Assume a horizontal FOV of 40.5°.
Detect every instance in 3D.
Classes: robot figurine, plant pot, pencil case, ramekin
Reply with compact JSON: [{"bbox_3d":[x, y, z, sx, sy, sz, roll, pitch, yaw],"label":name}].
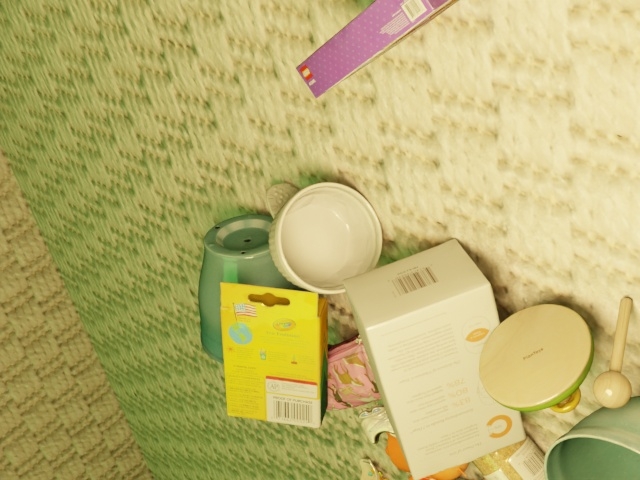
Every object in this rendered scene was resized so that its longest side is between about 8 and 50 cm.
[{"bbox_3d":[0.230,0.438,1.831,0.128,0.158,0.219,47,154,-22],"label":"robot figurine"},{"bbox_3d":[-0.146,0.093,1.874,0.272,0.272,0.255,23,132,41],"label":"plant pot"},{"bbox_3d":[0.093,0.260,1.806,0.167,0.160,0.386,58,151,3],"label":"pencil case"},{"bbox_3d":[0.000,0.000,1.625,0.207,0.207,0.109,57,158,-7],"label":"ramekin"},{"bbox_3d":[0.508,0.342,1.275,0.293,0.196,0.293,35,146,28],"label":"plant pot"}]

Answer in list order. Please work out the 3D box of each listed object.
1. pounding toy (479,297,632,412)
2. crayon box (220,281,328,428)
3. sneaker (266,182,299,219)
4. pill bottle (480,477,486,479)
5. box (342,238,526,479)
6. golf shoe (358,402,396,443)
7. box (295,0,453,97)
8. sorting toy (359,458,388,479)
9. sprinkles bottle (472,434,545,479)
[{"bbox_3d":[0.371,0.197,1.322,0.237,0.183,0.110,-12,135,38],"label":"pounding toy"},{"bbox_3d":[-0.089,0.215,1.733,0.202,0.081,0.318,6,118,11],"label":"crayon box"},{"bbox_3d":[-0.034,-0.013,1.776,0.235,0.090,0.095,51,160,6],"label":"sneaker"},{"bbox_3d":[0.334,0.568,1.773,0.124,0.124,0.221,45,132,13],"label":"pill bottle"},{"bbox_3d":[0.199,0.207,1.498,0.168,0.215,0.345,-115,6,-61],"label":"box"},{"bbox_3d":[0.169,0.370,1.824,0.069,0.176,0.086,28,-141,-57],"label":"golf shoe"},{"bbox_3d":[0.113,-0.303,1.144,0.057,0.201,0.293,56,150,-6],"label":"box"},{"bbox_3d":[0.130,0.594,2.223,0.083,0.045,0.075,-23,95,60],"label":"sorting toy"},{"bbox_3d":[0.405,0.472,1.631,0.355,0.121,0.121,50,150,6],"label":"sprinkles bottle"}]
